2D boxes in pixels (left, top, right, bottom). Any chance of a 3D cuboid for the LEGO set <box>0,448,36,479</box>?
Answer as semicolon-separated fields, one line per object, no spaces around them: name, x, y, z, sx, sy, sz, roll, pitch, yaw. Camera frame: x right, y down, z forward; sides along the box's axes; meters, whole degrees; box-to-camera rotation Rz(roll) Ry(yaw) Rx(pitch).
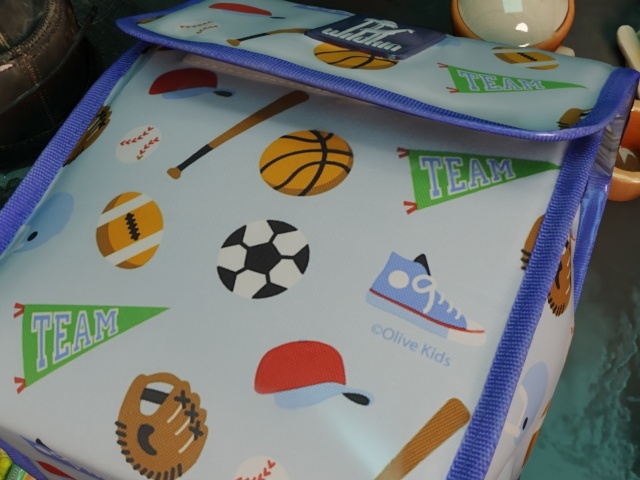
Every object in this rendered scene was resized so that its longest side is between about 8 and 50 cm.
LEGO set;-0.246;0.087;0.614;0.132;0.107;0.287;-4;68;3

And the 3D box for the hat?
hat;-0.283;-0.160;0.673;0.331;0.134;0.331;-3;57;4

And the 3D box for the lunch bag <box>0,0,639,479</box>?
lunch bag;0.000;0.000;0.541;0.328;0.239;0.385;17;61;20

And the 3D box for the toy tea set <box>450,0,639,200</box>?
toy tea set;0.241;-0.126;0.655;0.336;0.124;0.200;1;68;5
